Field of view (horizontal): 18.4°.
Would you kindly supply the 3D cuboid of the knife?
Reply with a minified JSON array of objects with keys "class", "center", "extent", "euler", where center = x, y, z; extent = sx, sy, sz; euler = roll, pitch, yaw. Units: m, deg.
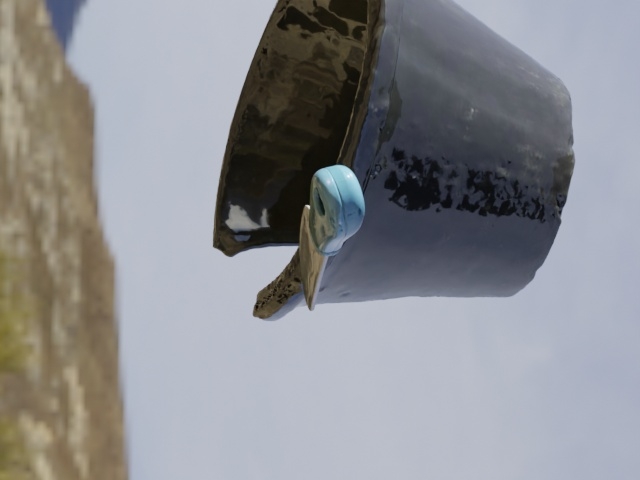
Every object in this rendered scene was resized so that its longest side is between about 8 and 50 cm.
[{"class":"knife","center":[-0.001,-0.002,1.515],"extent":[0.244,0.032,0.058],"euler":[114,-46,-72]}]

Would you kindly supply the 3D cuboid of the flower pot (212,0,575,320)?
[{"class":"flower pot","center":[0.082,-0.089,1.807],"extent":[0.379,0.251,0.379],"euler":[-165,-90,-73]}]
